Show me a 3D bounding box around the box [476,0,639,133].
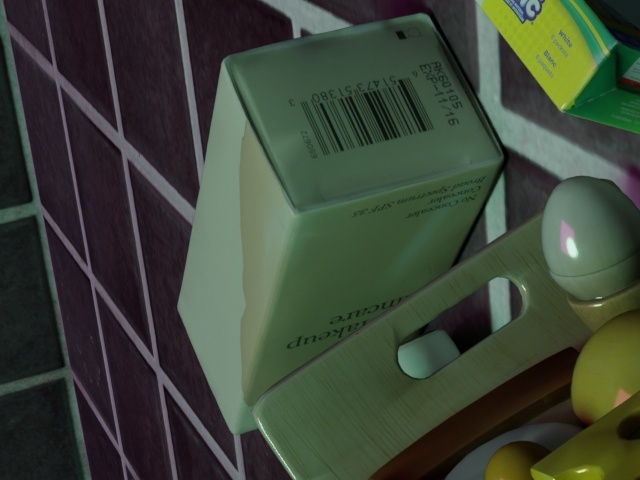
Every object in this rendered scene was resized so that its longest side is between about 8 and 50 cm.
[{"bbox_3d":[0.109,-0.120,0.680,0.043,0.105,0.179,-55,48,27],"label":"box"}]

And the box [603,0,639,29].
[{"bbox_3d":[0.170,-0.148,0.496,0.261,0.103,0.184,-126,27,-47],"label":"box"}]

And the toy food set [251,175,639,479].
[{"bbox_3d":[0.115,0.046,0.589,0.092,0.219,0.306,62,164,-13],"label":"toy food set"}]

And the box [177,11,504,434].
[{"bbox_3d":[0.000,0.000,1.013,0.311,0.148,0.121,106,144,-58],"label":"box"}]

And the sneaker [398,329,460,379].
[{"bbox_3d":[0.062,0.153,1.041,0.123,0.106,0.290,61,166,19],"label":"sneaker"}]
